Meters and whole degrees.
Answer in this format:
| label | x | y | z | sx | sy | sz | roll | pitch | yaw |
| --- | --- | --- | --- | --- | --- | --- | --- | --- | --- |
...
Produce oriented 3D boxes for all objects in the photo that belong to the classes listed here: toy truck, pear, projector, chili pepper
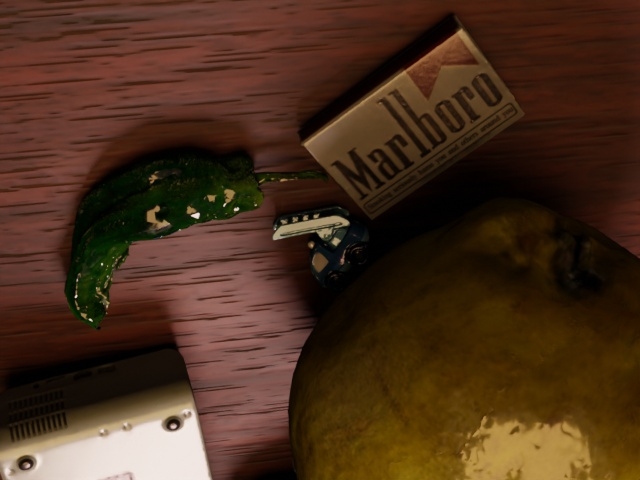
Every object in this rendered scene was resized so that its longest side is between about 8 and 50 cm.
| label | x | y | z | sx | sy | sz | roll | pitch | yaw |
| --- | --- | --- | --- | --- | --- | --- | --- | --- | --- |
| toy truck | 0.000 | 0.000 | 1.021 | 0.090 | 0.056 | 0.073 | 34 | 108 | -12 |
| pear | 0.151 | 0.165 | 0.986 | 0.352 | 0.352 | 0.413 | 18 | 108 | -20 |
| projector | -0.212 | 0.254 | 1.089 | 0.198 | 0.108 | 0.250 | -13 | 120 | -11 |
| chili pepper | -0.136 | -0.020 | 0.977 | 0.279 | 0.065 | 0.122 | -27 | 132 | 11 |

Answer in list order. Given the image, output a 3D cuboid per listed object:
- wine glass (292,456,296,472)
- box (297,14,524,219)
| label | x | y | z | sx | sy | sz | roll | pitch | yaw |
| --- | --- | --- | --- | --- | --- | --- | --- | --- | --- |
| wine glass | 0.039 | 0.278 | 1.193 | 0.073 | 0.073 | 0.155 | -32 | 123 | 11 |
| box | 0.082 | -0.109 | 0.970 | 0.177 | 0.036 | 0.115 | -35 | 121 | 13 |
